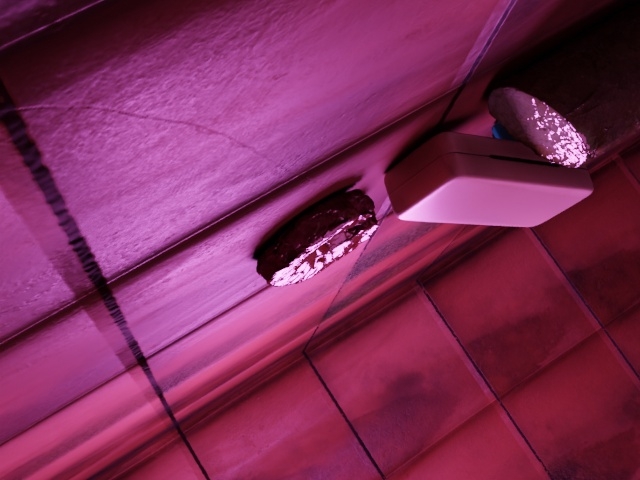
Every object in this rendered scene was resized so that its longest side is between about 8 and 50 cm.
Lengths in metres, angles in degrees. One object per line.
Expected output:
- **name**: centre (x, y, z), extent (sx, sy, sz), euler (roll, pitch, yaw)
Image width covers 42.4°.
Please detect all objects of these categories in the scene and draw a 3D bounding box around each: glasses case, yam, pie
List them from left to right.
- **pie**: centre (0.000, 0.000, 1.220), extent (0.204, 0.054, 0.218), euler (-37, 169, 14)
- **glasses case**: centre (0.262, -0.086, 1.257), extent (0.336, 0.076, 0.144), euler (2, 154, -39)
- **yam**: centre (0.390, -0.215, 1.141), extent (0.304, 0.168, 0.168), euler (-32, 169, -16)

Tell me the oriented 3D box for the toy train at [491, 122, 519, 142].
- **toy train**: centre (0.376, -0.187, 1.371), extent (0.154, 0.107, 0.198), euler (-32, 172, 35)
